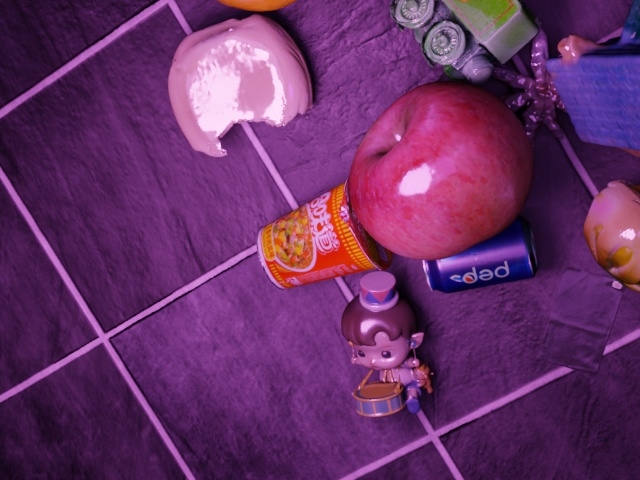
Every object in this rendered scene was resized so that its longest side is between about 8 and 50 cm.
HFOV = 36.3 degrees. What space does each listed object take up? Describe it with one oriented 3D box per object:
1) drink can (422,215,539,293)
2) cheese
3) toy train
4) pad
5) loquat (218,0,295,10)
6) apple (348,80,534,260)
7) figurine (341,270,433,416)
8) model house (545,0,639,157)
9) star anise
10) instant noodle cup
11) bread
[{"bbox_3d":[0.292,0.029,1.793,0.205,0.118,0.118,-13,98,13],"label":"drink can"},{"bbox_3d":[-0.152,-0.287,1.816,0.266,0.127,0.233,-13,98,15],"label":"cheese"},{"bbox_3d":[0.244,-0.389,1.684,0.188,0.132,0.243,-43,60,14],"label":"toy train"},{"bbox_3d":[0.489,0.152,1.835,0.116,0.004,0.193,16,104,8],"label":"pad"},{"bbox_3d":[-0.126,-0.566,1.648,0.328,0.359,0.328,-4,81,26],"label":"loquat"},{"bbox_3d":[0.211,-0.107,1.670,0.269,0.345,0.345,36,107,-20],"label":"apple"},{"bbox_3d":[0.114,0.192,1.837,0.161,0.158,0.275,-6,100,34],"label":"figurine"},{"bbox_3d":[0.587,-0.310,1.523,0.343,0.334,0.382,21,93,-19],"label":"model house"},{"bbox_3d":[0.392,-0.270,1.727,0.236,0.093,0.229,-9,99,15],"label":"star anise"},{"bbox_3d":[0.000,0.000,1.822,0.212,0.193,0.193,-20,96,22],"label":"instant noodle cup"},{"bbox_3d":[0.571,0.017,1.714,0.261,0.156,0.158,40,104,2],"label":"bread"}]
